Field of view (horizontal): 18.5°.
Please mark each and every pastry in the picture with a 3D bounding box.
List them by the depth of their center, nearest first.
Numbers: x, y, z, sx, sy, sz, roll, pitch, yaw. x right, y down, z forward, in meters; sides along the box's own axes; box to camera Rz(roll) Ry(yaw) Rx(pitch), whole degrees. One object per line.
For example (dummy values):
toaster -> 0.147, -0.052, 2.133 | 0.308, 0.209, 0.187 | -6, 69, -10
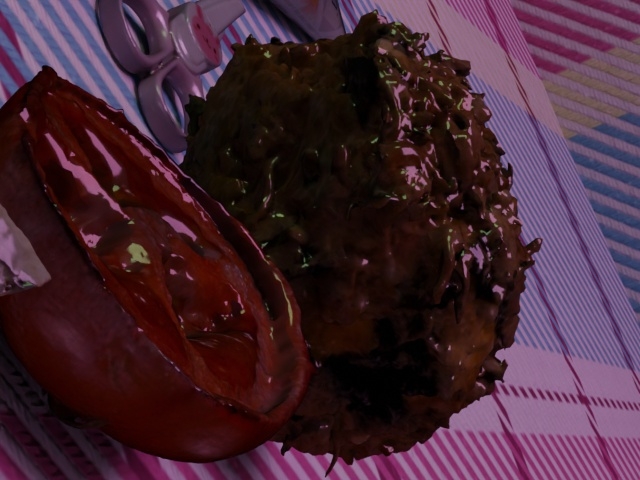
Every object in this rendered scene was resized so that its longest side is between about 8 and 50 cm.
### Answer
pastry -> 0.000, 0.000, 1.170 | 0.193, 0.275, 0.275 | 0, 62, -33

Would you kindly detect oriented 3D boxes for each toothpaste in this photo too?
toothpaste -> -0.022, -0.229, 1.723 | 0.323, 0.066, 0.100 | 31, 41, -73

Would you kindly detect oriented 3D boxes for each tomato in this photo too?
tomato -> -0.106, 0.027, 0.999 | 0.228, 0.101, 0.228 | 49, 17, -21

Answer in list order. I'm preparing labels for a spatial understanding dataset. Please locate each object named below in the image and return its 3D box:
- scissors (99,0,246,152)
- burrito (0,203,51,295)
scissors -> -0.093, -0.140, 1.398 | 0.118, 0.030, 0.242 | 65, 18, -10
burrito -> -0.206, -0.061, 0.824 | 0.226, 0.087, 0.060 | 61, 7, -8
